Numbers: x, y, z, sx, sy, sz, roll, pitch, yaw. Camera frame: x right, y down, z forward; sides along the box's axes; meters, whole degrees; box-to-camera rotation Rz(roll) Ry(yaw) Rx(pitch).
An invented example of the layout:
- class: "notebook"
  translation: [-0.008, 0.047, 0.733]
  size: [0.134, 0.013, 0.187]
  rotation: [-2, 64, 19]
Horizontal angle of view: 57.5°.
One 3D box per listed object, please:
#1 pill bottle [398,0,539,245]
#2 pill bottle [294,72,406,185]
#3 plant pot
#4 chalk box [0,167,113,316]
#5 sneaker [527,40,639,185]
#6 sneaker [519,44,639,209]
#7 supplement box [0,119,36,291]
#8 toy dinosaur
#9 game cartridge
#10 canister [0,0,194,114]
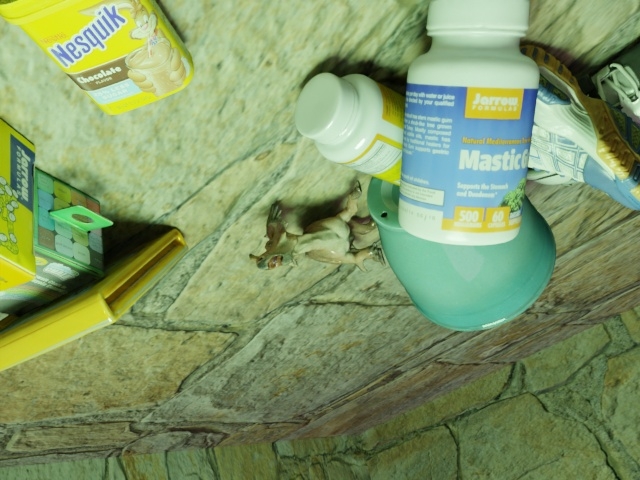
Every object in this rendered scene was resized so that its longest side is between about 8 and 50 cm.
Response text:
- class: "pill bottle"
  translation: [0.176, -0.142, 0.698]
  size: [0.152, 0.152, 0.272]
  rotation: [-5, 108, -19]
- class: "pill bottle"
  translation: [0.071, -0.149, 0.789]
  size: [0.215, 0.117, 0.117]
  rotation: [14, 140, -43]
- class: "plant pot"
  translation: [0.214, -0.029, 0.953]
  size: [0.272, 0.271, 0.255]
  rotation: [-26, 136, 19]
- class: "chalk box"
  translation: [-0.391, -0.004, 0.806]
  size: [0.213, 0.132, 0.132]
  rotation: [-25, 150, 15]
- class: "sneaker"
  translation: [0.415, -0.187, 0.890]
  size: [0.146, 0.122, 0.330]
  rotation: [-5, 150, -23]
- class: "sneaker"
  translation: [0.351, -0.142, 0.837]
  size: [0.112, 0.296, 0.131]
  rotation: [-47, 180, -37]
- class: "supplement box"
  translation: [-0.528, -0.019, 0.639]
  size: [0.357, 0.194, 0.195]
  rotation: [-20, 152, 7]
- class: "toy dinosaur"
  translation: [0.000, 0.000, 1.033]
  size: [0.200, 0.127, 0.296]
  rotation: [-14, 165, 12]
- class: "game cartridge"
  translation: [-0.392, 0.100, 0.900]
  size: [0.324, 0.052, 0.285]
  rotation: [-22, -166, 14]
- class: "canister"
  translation: [-0.216, -0.210, 0.581]
  size: [0.126, 0.073, 0.170]
  rotation: [-19, 153, 7]
